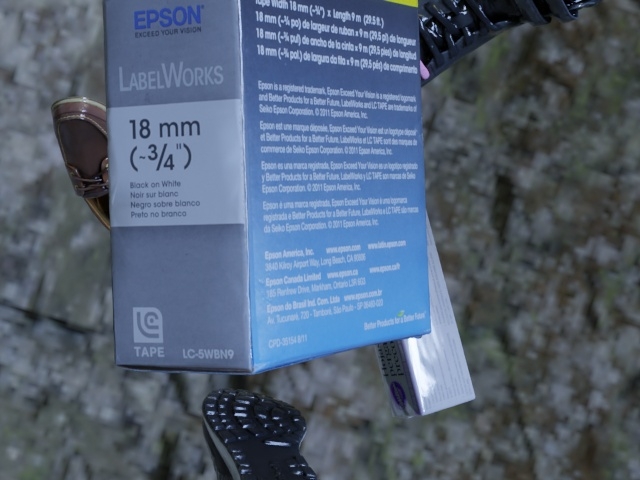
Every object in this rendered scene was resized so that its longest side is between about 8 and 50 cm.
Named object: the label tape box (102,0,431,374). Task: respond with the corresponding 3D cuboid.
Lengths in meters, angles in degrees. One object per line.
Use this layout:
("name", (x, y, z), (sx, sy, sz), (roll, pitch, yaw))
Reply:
("label tape box", (-0.027, -0.093, 0.997), (0.241, 0.106, 0.333), (-4, 92, -61))

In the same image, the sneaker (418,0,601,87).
("sneaker", (0.125, -0.194, 1.268), (0.296, 0.104, 0.147), (-41, -152, -21))

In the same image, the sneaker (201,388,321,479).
("sneaker", (-0.070, 0.242, 1.478), (0.283, 0.107, 0.124), (-115, -141, -67))

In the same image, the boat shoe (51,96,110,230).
("boat shoe", (-0.208, -0.070, 1.472), (0.178, 0.064, 0.060), (71, 14, -57))

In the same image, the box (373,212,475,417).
("box", (0.066, 0.004, 1.472), (0.063, 0.067, 0.324), (-16, -90, 63))
